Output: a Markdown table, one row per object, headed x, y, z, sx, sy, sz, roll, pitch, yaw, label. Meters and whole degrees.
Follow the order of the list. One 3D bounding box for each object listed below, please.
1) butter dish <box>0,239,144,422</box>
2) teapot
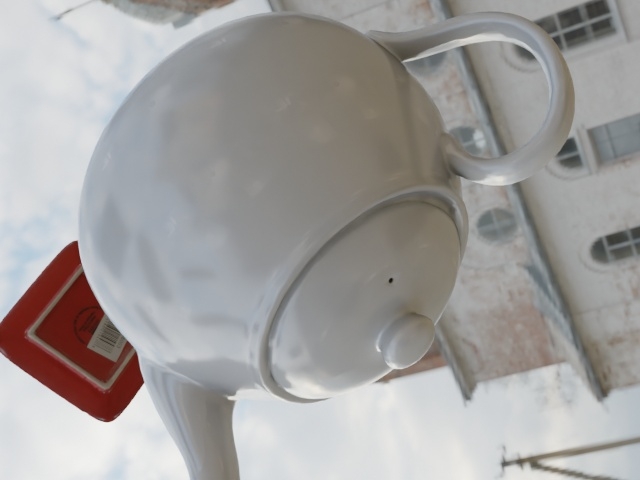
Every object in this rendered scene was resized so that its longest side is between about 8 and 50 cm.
| x | y | z | sx | sy | sz | roll | pitch | yaw | label |
| --- | --- | --- | --- | --- | --- | --- | --- | --- | --- |
| -0.263 | 0.111 | 1.062 | 0.160 | 0.118 | 0.160 | 37 | -124 | -7 | butter dish |
| 0.000 | 0.000 | 0.561 | 0.187 | 0.252 | 0.256 | 41 | 138 | 34 | teapot |
